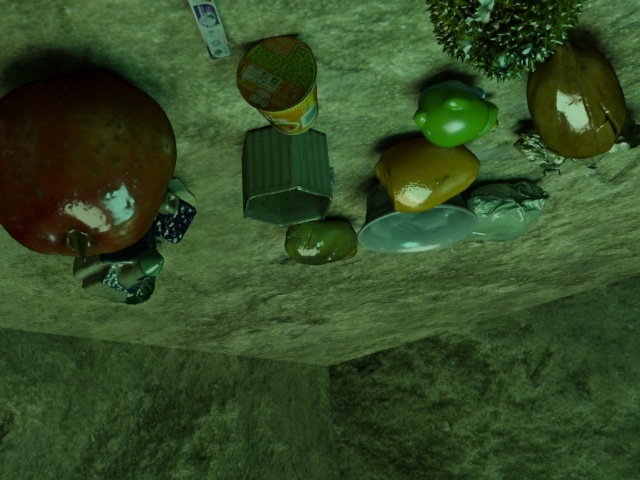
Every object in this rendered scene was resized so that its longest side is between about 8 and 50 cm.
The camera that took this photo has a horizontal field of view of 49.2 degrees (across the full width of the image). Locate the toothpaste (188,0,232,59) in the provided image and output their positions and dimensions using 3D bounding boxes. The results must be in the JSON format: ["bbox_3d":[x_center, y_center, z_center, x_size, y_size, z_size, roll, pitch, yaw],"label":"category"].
[{"bbox_3d":[-0.206,-0.410,1.293,0.047,0.040,0.196,-11,158,2],"label":"toothpaste"}]

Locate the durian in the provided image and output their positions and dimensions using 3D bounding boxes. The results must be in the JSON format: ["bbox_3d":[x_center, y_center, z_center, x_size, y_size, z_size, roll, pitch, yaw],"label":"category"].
[{"bbox_3d":[0.317,-0.417,1.189,0.291,0.225,0.291,18,140,16],"label":"durian"}]

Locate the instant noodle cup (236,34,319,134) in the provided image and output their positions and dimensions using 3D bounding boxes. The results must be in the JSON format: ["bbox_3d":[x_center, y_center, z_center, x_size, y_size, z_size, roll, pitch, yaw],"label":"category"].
[{"bbox_3d":[-0.072,-0.307,1.455,0.168,0.169,0.185,-8,166,6],"label":"instant noodle cup"}]

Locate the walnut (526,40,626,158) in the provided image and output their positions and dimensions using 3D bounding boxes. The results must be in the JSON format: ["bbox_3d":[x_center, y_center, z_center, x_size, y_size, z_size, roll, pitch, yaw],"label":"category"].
[{"bbox_3d":[0.551,-0.314,1.524,0.208,0.209,0.336,-15,144,22],"label":"walnut"}]

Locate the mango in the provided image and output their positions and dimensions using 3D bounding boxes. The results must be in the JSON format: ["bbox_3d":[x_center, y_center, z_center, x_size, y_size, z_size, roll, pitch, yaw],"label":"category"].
[{"bbox_3d":[0.285,-0.183,1.806,0.257,0.187,0.138,-22,173,-5],"label":"mango"}]

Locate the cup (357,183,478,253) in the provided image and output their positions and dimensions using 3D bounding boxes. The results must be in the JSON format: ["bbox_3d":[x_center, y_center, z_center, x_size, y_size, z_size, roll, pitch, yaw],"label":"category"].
[{"bbox_3d":[0.270,-0.096,2.029,0.347,0.163,0.347,-5,159,-2],"label":"cup"}]

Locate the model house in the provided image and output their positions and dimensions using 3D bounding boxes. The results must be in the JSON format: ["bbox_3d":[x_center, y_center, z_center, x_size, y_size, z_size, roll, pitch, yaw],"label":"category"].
[{"bbox_3d":[-0.476,-0.010,1.865,0.284,0.299,0.243,-24,146,35],"label":"model house"}]

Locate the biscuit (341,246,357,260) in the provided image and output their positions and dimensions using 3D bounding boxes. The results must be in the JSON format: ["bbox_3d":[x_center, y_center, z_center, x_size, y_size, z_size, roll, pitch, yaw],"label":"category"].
[{"bbox_3d":[0.017,0.035,2.477,0.247,0.029,0.118,8,148,-29],"label":"biscuit"}]

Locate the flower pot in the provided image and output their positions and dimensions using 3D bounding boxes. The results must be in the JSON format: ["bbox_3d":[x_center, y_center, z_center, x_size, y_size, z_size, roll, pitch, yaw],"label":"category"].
[{"bbox_3d":[-0.087,-0.160,1.748,0.239,0.190,0.209,14,151,-38],"label":"flower pot"}]

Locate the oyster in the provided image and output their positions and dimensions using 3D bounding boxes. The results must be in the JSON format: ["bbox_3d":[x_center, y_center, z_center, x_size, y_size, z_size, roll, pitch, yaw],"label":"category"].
[{"bbox_3d":[0.668,-0.248,1.793,0.336,0.133,0.198,-7,161,8],"label":"oyster"}]

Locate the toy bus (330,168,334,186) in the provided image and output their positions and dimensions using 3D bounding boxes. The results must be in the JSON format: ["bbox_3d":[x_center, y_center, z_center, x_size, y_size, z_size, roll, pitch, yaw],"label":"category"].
[{"bbox_3d":[-0.025,-0.166,1.928,0.130,0.052,0.037,-5,157,1],"label":"toy bus"}]

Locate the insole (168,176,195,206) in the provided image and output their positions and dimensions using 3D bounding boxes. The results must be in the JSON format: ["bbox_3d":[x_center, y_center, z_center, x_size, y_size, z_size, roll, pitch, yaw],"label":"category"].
[{"bbox_3d":[-0.395,-0.132,1.978,0.063,0.010,0.192,-7,159,3],"label":"insole"}]

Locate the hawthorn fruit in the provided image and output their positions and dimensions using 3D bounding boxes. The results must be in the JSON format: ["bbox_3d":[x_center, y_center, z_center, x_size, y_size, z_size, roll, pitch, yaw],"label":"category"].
[{"bbox_3d":[-0.490,-0.136,1.448,0.402,0.403,0.403,-5,158,-2],"label":"hawthorn fruit"}]

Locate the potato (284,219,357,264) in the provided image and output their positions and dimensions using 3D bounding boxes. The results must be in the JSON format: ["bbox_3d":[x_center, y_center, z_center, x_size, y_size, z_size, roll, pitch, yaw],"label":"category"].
[{"bbox_3d":[0.000,0.000,2.240,0.248,0.144,0.169,-5,156,-25],"label":"potato"}]

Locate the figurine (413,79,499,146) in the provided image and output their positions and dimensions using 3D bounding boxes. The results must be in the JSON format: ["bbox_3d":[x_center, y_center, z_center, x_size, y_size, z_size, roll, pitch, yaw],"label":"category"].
[{"bbox_3d":[0.325,-0.286,1.619,0.162,0.143,0.263,-15,168,37],"label":"figurine"}]

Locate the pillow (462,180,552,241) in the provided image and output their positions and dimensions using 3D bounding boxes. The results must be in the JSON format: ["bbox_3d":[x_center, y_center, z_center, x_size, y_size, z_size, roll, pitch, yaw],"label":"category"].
[{"bbox_3d":[0.532,-0.082,2.163,0.283,0.138,0.310,-2,161,-9],"label":"pillow"}]
